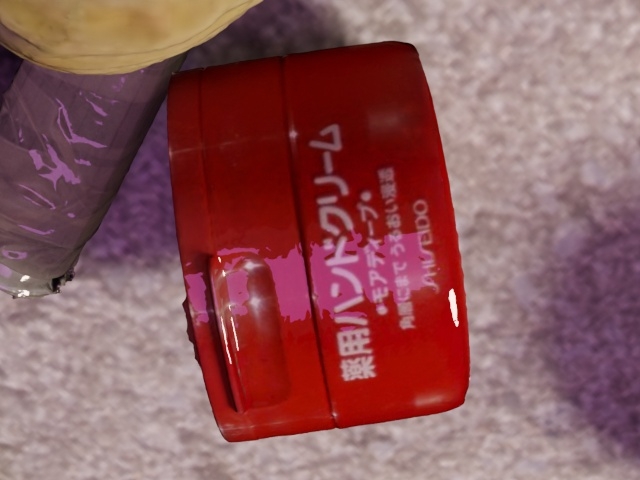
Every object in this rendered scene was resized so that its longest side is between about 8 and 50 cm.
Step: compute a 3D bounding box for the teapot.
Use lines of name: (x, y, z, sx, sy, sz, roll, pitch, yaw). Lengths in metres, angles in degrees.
teapot: (-0.140, -0.073, 0.672, 0.107, 0.077, 0.200, 28, 111, -7)

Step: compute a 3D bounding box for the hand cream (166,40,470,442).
hand cream: (0.000, 0.000, 0.643, 0.125, 0.193, 0.193, -10, 113, 1)

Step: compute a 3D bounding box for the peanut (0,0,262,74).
peanut: (-0.020, -0.188, 0.551, 0.313, 0.152, 0.152, -34, 112, -13)
